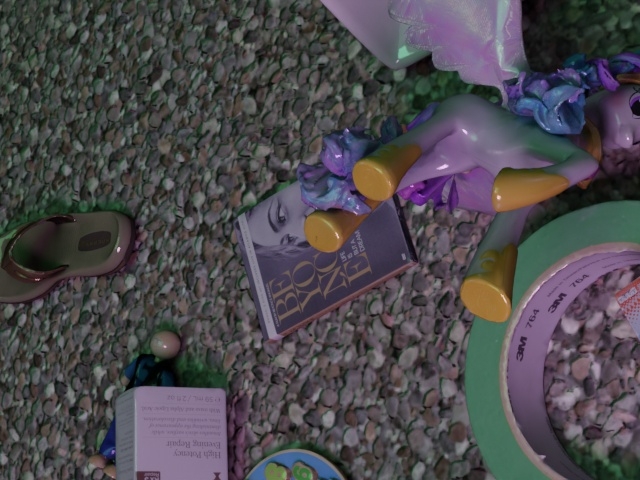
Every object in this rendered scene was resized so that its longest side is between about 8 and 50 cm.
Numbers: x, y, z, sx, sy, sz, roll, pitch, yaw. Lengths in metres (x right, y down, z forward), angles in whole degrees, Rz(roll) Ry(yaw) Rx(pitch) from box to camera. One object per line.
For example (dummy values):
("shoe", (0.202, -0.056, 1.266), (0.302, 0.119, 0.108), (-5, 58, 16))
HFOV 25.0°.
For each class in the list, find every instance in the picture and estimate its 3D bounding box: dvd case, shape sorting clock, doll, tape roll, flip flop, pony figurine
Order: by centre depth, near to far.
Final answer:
("tape roll", (0.290, 0.124, 1.360), (0.321, 0.077, 0.321), (-9, 75, 37))
("pony figurine", (0.151, -0.098, 1.367), (0.351, 0.363, 0.302), (22, 132, 35))
("shape sorting clock", (-0.034, 0.334, 1.593), (0.206, 0.040, 0.206), (-10, 74, 36))
("dvd case", (0.000, 0.000, 1.657), (0.221, 0.018, 0.164), (-30, 63, 30))
("doll", (-0.217, 0.199, 1.766), (0.129, 0.046, 0.189), (21, 87, 49))
("flip flop", (-0.362, 0.015, 1.902), (0.277, 0.080, 0.112), (-11, 73, 36))

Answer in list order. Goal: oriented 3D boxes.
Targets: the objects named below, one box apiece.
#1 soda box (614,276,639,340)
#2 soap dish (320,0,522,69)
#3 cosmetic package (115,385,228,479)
("soda box", (0.351, 0.026, 1.248), (0.183, 0.058, 0.063), (-39, 58, 25))
("soap dish", (0.123, -0.330, 1.509), (0.291, 0.229, 0.118), (-29, 37, 30))
("cosmetic package", (-0.170, 0.287, 1.652), (0.085, 0.117, 0.231), (147, 123, -61))
